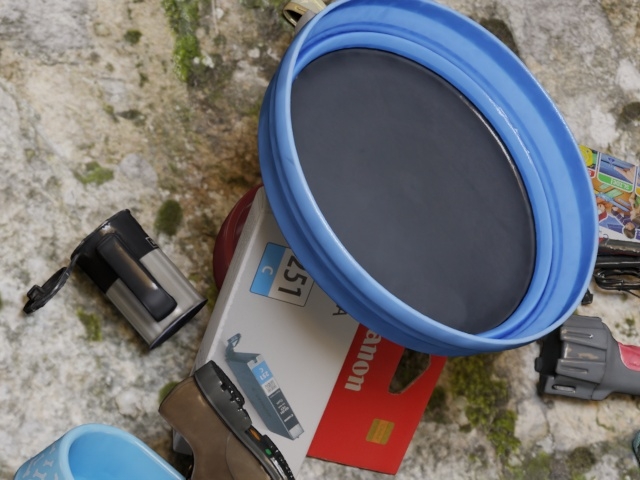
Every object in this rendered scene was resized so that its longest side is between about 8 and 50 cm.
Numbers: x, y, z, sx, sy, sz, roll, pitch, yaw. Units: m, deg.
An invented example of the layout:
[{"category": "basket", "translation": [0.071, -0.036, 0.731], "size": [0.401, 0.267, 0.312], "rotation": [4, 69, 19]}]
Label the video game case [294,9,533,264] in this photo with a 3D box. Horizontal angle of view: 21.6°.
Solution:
[{"category": "video game case", "translation": [0.108, -0.106, 1.871], "size": [0.300, 0.036, 0.329], "rotation": [30, 25, -21]}]

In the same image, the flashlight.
[{"category": "flashlight", "translation": [0.409, 0.140, 1.972], "size": [0.304, 0.103, 0.103], "rotation": [11, 38, -14]}]

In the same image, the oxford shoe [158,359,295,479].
[{"category": "oxford shoe", "translation": [-0.086, 0.235, 1.702], "size": [0.096, 0.083, 0.227], "rotation": [-34, 103, 1]}]

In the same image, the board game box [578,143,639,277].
[{"category": "board game box", "translation": [0.336, -0.044, 2.063], "size": [0.201, 0.035, 0.136], "rotation": [20, 62, -11]}]

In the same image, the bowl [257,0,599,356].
[{"category": "bowl", "translation": [0.108, -0.064, 1.675], "size": [0.391, 0.077, 0.391], "rotation": [19, 55, -29]}]

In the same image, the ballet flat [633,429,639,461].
[{"category": "ballet flat", "translation": [0.437, 0.289, 1.934], "size": [0.188, 0.070, 0.070], "rotation": [47, 60, 4]}]

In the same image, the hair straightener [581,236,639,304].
[{"category": "hair straightener", "translation": [0.335, 0.032, 2.012], "size": [0.231, 0.089, 0.047], "rotation": [3, 31, -10]}]

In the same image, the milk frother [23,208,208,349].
[{"category": "milk frother", "translation": [-0.221, 0.063, 1.787], "size": [0.143, 0.129, 0.134], "rotation": [-43, 84, 13]}]

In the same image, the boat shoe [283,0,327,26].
[{"category": "boat shoe", "translation": [0.009, -0.244, 2.028], "size": [0.045, 0.050, 0.135], "rotation": [-38, 74, -26]}]

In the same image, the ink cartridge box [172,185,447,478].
[{"category": "ink cartridge box", "translation": [0.013, 0.115, 1.740], "size": [0.261, 0.296, 0.066], "rotation": [15, 23, -13]}]

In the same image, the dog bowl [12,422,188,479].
[{"category": "dog bowl", "translation": [-0.165, 0.297, 1.658], "size": [0.297, 0.074, 0.166], "rotation": [41, 27, 1]}]

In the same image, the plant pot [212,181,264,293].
[{"category": "plant pot", "translation": [0.000, 0.000, 1.837], "size": [0.201, 0.180, 0.201], "rotation": [8, 64, -16]}]
